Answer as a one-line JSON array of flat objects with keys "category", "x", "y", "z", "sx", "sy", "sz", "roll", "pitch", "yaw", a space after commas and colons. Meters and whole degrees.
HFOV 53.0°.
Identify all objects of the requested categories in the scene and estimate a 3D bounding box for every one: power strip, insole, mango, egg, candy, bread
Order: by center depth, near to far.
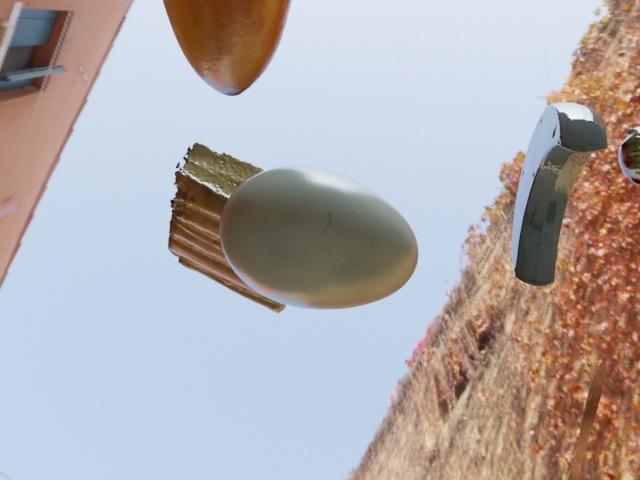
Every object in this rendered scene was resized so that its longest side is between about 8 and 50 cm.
[{"category": "mango", "x": -0.060, "y": -0.210, "z": 0.433, "sx": 0.112, "sy": 0.145, "sz": 0.219, "roll": -3, "pitch": -77, "yaw": -12}, {"category": "candy", "x": 0.508, "y": -0.129, "z": 0.789, "sx": 0.084, "sy": 0.287, "sz": 0.078, "roll": 49, "pitch": -121, "yaw": -18}, {"category": "power strip", "x": 0.285, "y": -0.060, "z": 0.798, "sx": 0.054, "sy": 0.167, "sz": 0.253, "roll": 9, "pitch": -45, "yaw": 8}, {"category": "egg", "x": 0.000, "y": 0.000, "z": 0.835, "sx": 0.264, "sy": 0.183, "sz": 0.183, "roll": 14, "pitch": -72, "yaw": -11}, {"category": "insole", "x": 0.430, "y": 0.316, "z": 1.048, "sx": 0.005, "sy": 0.086, "sz": 0.253, "roll": 11, "pitch": -101, "yaw": 38}, {"category": "bread", "x": -0.135, "y": -0.021, "z": 1.063, "sx": 0.246, "sy": 0.111, "sz": 0.239, "roll": 25, "pitch": -38, "yaw": 2}]
